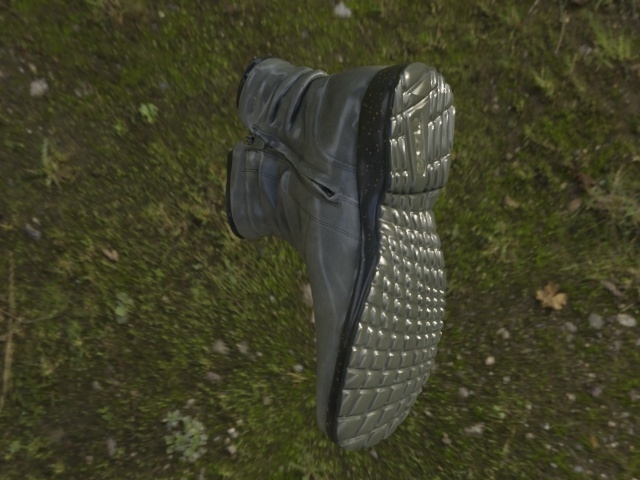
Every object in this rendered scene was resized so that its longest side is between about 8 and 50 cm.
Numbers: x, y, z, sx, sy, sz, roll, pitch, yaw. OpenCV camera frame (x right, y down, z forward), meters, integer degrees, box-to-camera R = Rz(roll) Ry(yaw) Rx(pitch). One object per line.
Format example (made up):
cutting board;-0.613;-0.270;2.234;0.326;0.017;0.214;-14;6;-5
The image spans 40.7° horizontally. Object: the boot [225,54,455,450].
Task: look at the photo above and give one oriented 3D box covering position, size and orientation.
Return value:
boot;0.000;0.000;0.574;0.161;0.083;0.247;8;92;45
